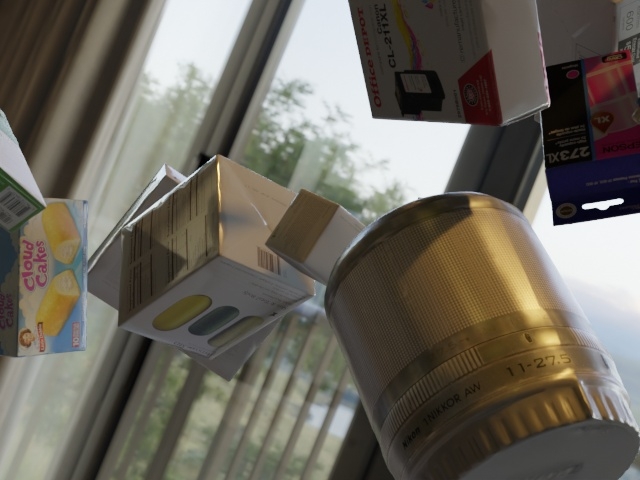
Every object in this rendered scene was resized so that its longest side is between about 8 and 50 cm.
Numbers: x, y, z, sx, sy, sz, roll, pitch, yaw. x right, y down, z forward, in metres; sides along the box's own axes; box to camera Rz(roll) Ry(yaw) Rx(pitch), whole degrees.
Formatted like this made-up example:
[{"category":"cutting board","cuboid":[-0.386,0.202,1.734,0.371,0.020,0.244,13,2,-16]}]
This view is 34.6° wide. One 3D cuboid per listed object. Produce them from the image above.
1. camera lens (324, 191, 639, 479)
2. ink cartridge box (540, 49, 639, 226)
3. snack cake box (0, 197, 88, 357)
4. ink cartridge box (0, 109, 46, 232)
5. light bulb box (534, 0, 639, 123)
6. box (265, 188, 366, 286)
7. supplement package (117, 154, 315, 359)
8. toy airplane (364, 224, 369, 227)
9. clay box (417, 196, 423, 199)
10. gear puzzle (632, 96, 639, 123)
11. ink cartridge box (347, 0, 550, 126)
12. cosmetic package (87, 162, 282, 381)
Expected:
[{"category":"camera lens","cuboid":[0.139,0.109,0.948,0.219,0.219,0.274,24,32,-43]},{"category":"ink cartridge box","cuboid":[0.485,-0.189,1.830,0.176,0.371,0.069,-9,-42,17]},{"category":"snack cake box","cuboid":[-0.480,0.059,1.740,0.089,0.264,0.152,1,0,33]},{"category":"ink cartridge box","cuboid":[-0.438,-0.118,1.332,0.209,0.062,0.109,56,2,37]},{"category":"light bulb box","cuboid":[0.644,-0.421,2.109,0.225,0.361,0.358,41,-30,44]},{"category":"box","cuboid":[0.000,0.000,1.452,0.087,0.102,0.101,28,-8,45]},{"category":"supplement package","cuboid":[-0.173,0.035,1.679,0.199,0.198,0.263,26,-45,-37]},{"category":"toy airplane","cuboid":[0.084,0.022,1.728,0.151,0.151,0.028,23,36,-35]},{"category":"clay box","cuboid":[0.203,0.035,2.070,0.053,0.127,0.222,8,-41,3]},{"category":"gear puzzle","cuboid":[0.515,-0.263,1.232,0.175,0.339,0.044,13,35,-39]},{"category":"ink cartridge box","cuboid":[0.115,-0.177,0.949,0.072,0.127,0.175,-26,22,-33]},{"category":"cosmetic package","cuboid":[-0.247,0.069,2.070,0.377,0.284,0.097,37,12,-21]}]
